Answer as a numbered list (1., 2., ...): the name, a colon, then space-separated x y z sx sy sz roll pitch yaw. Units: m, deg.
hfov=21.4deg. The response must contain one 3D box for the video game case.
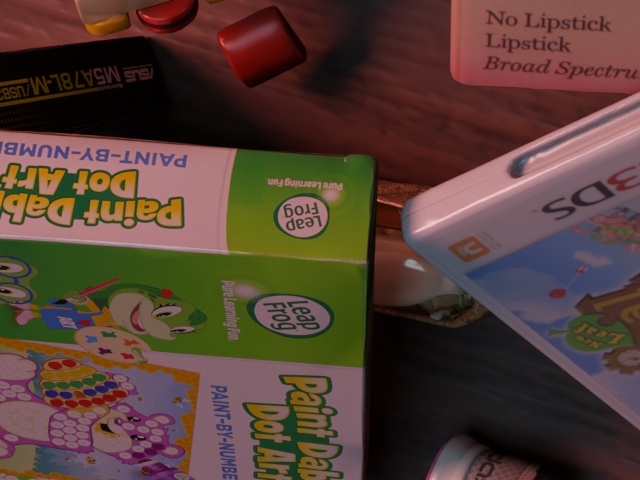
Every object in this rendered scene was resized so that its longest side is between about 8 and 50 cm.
1. video game case: 0.170 0.009 0.649 0.193 0.023 0.212 -25 136 31

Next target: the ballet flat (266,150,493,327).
1. ballet flat: 0.000 0.000 0.783 0.206 0.067 0.073 4 109 26

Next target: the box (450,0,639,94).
1. box: 0.119 -0.172 0.559 0.148 0.127 0.232 3 138 7

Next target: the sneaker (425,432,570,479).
1. sneaker: 0.092 0.177 0.797 0.074 0.063 0.170 3 103 33

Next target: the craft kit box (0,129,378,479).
1. craft kit box: -0.100 0.044 0.735 0.246 0.061 0.250 2 148 2

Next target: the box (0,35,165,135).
1. box: -0.198 -0.047 0.796 0.184 0.190 0.045 -18 91 29

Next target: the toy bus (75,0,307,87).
1. toy bus: -0.031 -0.171 0.717 0.191 0.202 0.104 -44 50 33
